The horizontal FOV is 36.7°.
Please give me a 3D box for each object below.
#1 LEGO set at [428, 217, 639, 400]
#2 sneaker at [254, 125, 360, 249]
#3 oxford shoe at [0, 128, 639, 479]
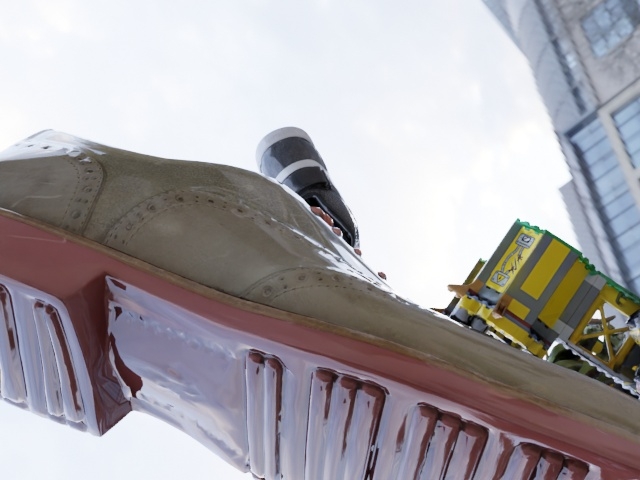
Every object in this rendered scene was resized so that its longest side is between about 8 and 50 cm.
[{"bbox_3d":[0.154,0.136,0.677,0.255,0.192,0.331,35,176,-1],"label":"LEGO set"},{"bbox_3d":[0.000,0.000,0.943,0.121,0.079,0.217,66,-176,39],"label":"sneaker"},{"bbox_3d":[-0.002,0.029,0.397,0.348,0.123,0.130,21,-133,7],"label":"oxford shoe"}]
